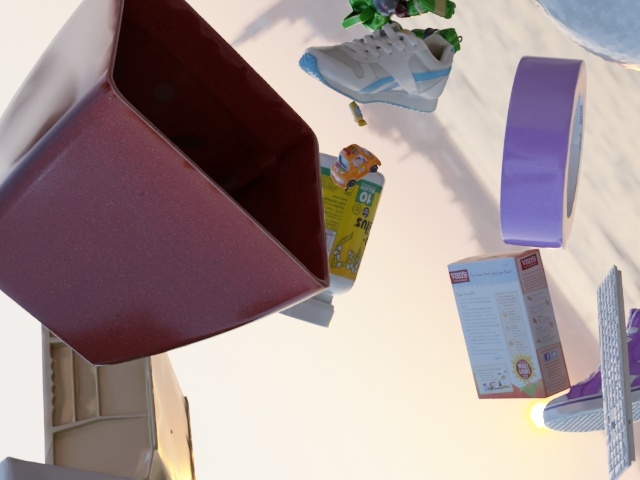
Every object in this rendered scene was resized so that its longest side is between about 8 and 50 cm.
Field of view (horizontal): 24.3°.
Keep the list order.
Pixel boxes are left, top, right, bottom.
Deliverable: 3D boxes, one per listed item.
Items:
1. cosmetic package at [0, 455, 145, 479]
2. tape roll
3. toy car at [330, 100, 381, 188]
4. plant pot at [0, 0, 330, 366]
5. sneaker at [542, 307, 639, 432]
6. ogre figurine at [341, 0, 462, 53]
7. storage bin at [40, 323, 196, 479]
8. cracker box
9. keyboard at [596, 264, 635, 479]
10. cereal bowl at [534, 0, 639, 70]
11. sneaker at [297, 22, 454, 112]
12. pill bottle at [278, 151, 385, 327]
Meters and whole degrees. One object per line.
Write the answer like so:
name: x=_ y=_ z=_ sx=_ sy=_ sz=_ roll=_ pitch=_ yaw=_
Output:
cosmetic package: x=-0.182 y=0.359 z=1.455 sx=0.385 sy=0.156 sz=0.217 roll=19 pitch=-132 yaw=-40
tape roll: x=0.322 y=-0.126 z=2.137 sx=0.275 sy=0.090 sz=0.274 roll=7 pitch=-90 yaw=-76
toy car: x=0.029 y=-0.115 z=1.723 sx=0.122 sy=0.060 sz=0.040 roll=-106 pitch=-7 yaw=-47
plant pot: x=-0.171 y=-0.049 z=1.332 sx=0.267 sy=0.236 sz=0.267 roll=44 pitch=-157 yaw=-27
sneaker: x=0.465 y=0.194 z=2.295 sx=0.102 sy=0.282 sz=0.161 roll=56 pitch=-162 yaw=-60
ogre figurine: x=0.085 y=-0.309 z=1.870 sx=0.197 sy=0.118 sz=0.096 roll=40 pitch=-127 yaw=-28
storage bin: x=-0.226 y=0.230 z=1.706 sx=0.262 sy=0.123 sz=0.260 roll=79 pitch=-179 yaw=-51
cracker box: x=0.301 y=0.136 z=2.384 sx=0.156 sy=0.067 sz=0.232 roll=-8 pitch=98 yaw=52
keyboard: x=0.346 y=0.157 z=1.756 sx=0.072 sy=0.014 sz=0.256 roll=117 pitch=158 yaw=-59
cereal bowl: x=0.326 y=-0.334 z=1.399 sx=0.339 sy=0.339 sz=0.141 roll=56 pitch=-161 yaw=18
sneaker: x=0.066 y=-0.215 z=1.773 sx=0.229 sy=0.092 sz=0.087 roll=0 pitch=-150 yaw=-46
pill bottle: x=0.000 y=0.000 z=1.892 sx=0.118 sy=0.208 sz=0.117 roll=17 pitch=178 yaw=1
